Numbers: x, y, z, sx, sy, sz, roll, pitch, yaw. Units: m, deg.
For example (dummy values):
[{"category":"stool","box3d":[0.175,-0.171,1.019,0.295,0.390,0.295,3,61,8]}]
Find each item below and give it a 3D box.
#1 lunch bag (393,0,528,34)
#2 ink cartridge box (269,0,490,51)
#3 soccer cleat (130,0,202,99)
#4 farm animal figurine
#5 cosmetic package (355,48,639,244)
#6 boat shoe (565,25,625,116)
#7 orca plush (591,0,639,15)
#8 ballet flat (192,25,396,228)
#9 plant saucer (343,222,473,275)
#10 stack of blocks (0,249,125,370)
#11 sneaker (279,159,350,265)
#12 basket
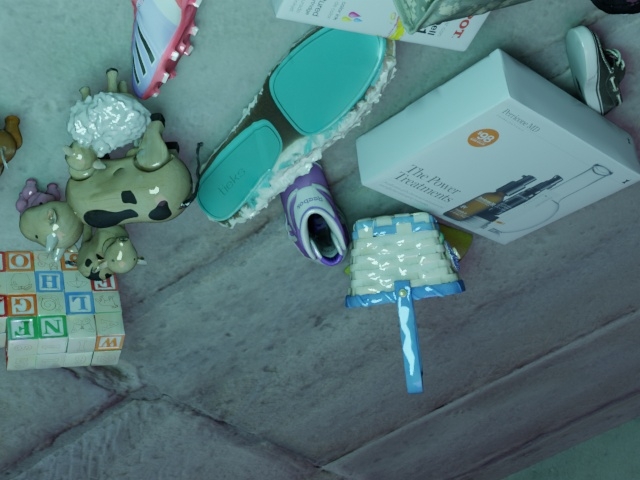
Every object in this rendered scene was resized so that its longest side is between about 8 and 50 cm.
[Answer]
[{"category":"lunch bag","box3d":[0.160,-0.386,0.901,0.235,0.286,0.169,-20,176,-26]},{"category":"ink cartridge box","box3d":[0.093,-0.354,1.078,0.278,0.117,0.201,3,139,-28]},{"category":"soccer cleat","box3d":[-0.199,-0.275,1.109,0.095,0.083,0.248,33,140,-3]},{"category":"farm animal figurine","box3d":[-0.307,-0.046,1.220,0.327,0.172,0.330,-18,150,18]},{"category":"cosmetic package","box3d":[0.288,-0.129,1.435,0.377,0.097,0.284,19,142,-40]},{"category":"boat shoe","box3d":[0.426,-0.265,1.385,0.070,0.077,0.219,-24,152,10]},{"category":"orca plush","box3d":[0.533,-0.364,1.268,0.287,0.102,0.151,-10,144,-12]},{"category":"ballet flat","box3d":[-0.030,-0.172,1.288,0.147,0.147,0.409,18,134,-40]},{"category":"plant saucer","box3d":[0.173,0.042,1.704,0.188,0.045,0.188,17,132,-39]},{"category":"stack of blocks","box3d":[-0.468,0.108,1.406,0.297,0.171,0.087,0,140,-23]},{"category":"sneaker","box3d":[-0.001,0.000,1.476,0.102,0.161,0.282,-22,146,3]},{"category":"basket","box3d":[0.142,0.098,1.510,0.201,0.288,0.255,-4,-179,4]}]
